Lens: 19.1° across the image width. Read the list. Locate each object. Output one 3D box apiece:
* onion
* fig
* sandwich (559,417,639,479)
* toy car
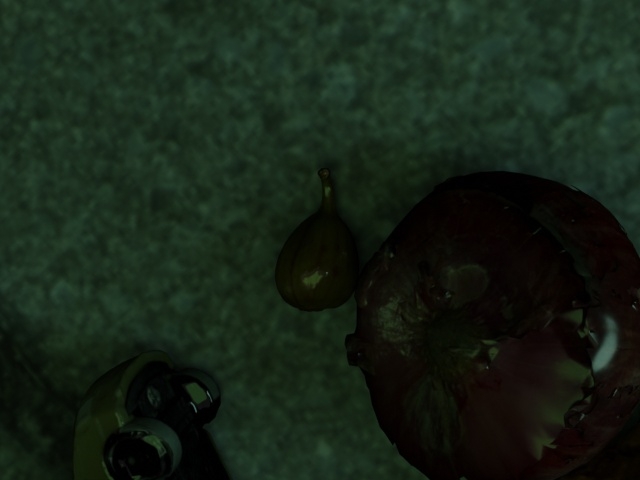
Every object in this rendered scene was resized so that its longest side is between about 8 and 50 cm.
[{"bbox_3d":[0.112,0.053,1.038,0.184,0.147,0.184,-15,69,44],"label":"onion"},{"bbox_3d":[0.000,0.000,1.087,0.050,0.050,0.083,6,92,9],"label":"fig"},{"bbox_3d":[0.208,0.194,1.065,0.212,0.109,0.292,22,108,4],"label":"sandwich"},{"bbox_3d":[-0.090,0.198,1.128,0.124,0.101,0.257,-22,101,19],"label":"toy car"}]
